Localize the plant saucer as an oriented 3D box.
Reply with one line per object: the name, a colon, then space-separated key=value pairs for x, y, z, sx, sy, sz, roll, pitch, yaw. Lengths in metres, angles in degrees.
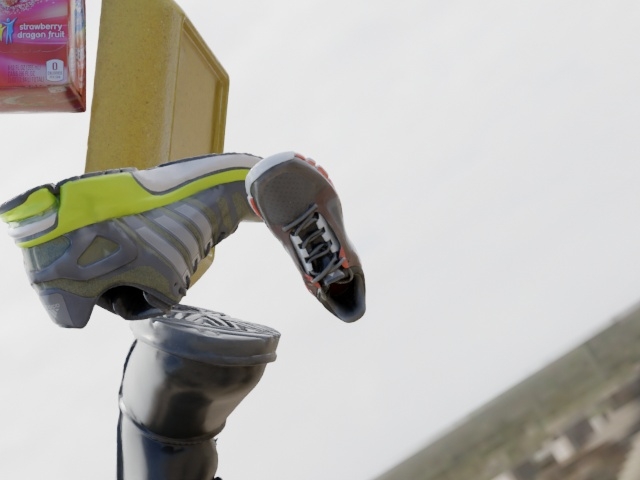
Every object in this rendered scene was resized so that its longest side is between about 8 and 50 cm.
plant saucer: x=-0.173 y=-0.112 z=2.152 sx=0.081 sy=0.332 sz=0.333 roll=1 pitch=-13 yaw=12

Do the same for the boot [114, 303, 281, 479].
boot: x=-0.156 y=0.293 z=1.941 sx=0.146 sy=0.445 sz=0.367 roll=10 pitch=-1 yaw=-7

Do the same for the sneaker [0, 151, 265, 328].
sneaker: x=-0.135 y=0.000 z=1.563 sx=0.111 sy=0.121 sz=0.300 roll=-12 pitch=0 yaw=43

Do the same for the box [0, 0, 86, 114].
box: x=-0.353 y=-0.190 z=1.805 sx=0.257 sy=0.128 sz=0.122 roll=-2 pitch=-8 yaw=1

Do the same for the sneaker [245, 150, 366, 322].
sneaker: x=0.000 y=0.000 z=1.400 sx=0.061 sy=0.065 sz=0.158 roll=-32 pitch=-50 yaw=3
